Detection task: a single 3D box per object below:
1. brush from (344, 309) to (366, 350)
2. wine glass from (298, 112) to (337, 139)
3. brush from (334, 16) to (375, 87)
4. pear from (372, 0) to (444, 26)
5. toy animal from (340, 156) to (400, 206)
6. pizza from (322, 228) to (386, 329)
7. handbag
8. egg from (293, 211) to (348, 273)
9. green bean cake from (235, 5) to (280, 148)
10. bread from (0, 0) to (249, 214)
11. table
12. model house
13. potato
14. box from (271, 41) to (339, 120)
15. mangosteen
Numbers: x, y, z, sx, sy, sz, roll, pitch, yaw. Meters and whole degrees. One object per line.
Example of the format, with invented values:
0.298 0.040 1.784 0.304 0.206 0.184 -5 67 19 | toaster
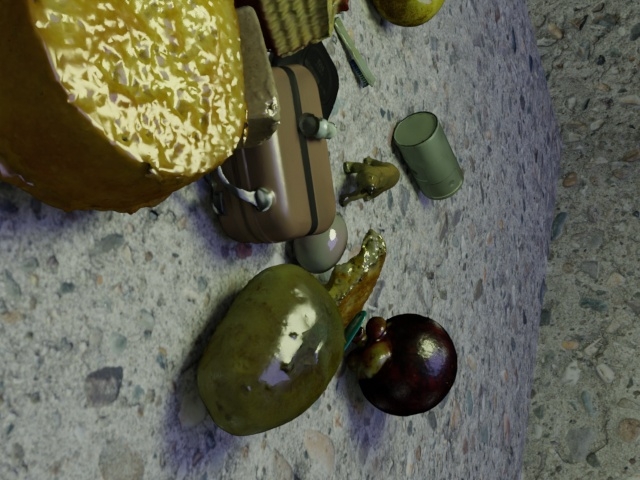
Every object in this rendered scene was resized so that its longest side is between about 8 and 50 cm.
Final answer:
0.028 0.209 1.396 0.032 0.043 0.193 44 70 -25 | brush
-0.002 -0.189 1.178 0.039 0.042 0.083 -61 160 17 | wine glass
0.073 -0.432 1.640 0.178 0.030 0.033 55 48 -26 | brush
0.211 -0.631 1.758 0.197 0.197 0.197 14 73 -59 | pear
0.115 -0.136 1.590 0.218 0.101 0.103 -17 102 -60 | toy animal
0.015 0.116 1.352 0.287 0.075 0.280 -33 155 -43 | pizza
-0.100 -0.137 1.175 0.283 0.149 0.302 -18 103 -58 | handbag
0.000 0.000 1.367 0.103 0.103 0.135 52 47 -44 | egg
-0.119 -0.232 1.017 0.109 0.085 0.179 125 -49 -67 | green bean cake
-0.262 -0.228 0.838 0.398 0.215 0.398 19 66 -53 | bread
0.289 -0.223 1.882 0.220 0.126 0.126 52 43 -44 | table
-0.086 -0.393 1.079 0.196 0.254 0.160 75 15 -70 | model house
-0.077 0.177 1.132 0.210 0.173 0.307 55 45 -18 | potato
-0.024 -0.329 1.436 0.212 0.042 0.201 54 40 -43 | box
0.163 0.254 1.524 0.265 0.228 0.228 29 56 -20 | mangosteen
